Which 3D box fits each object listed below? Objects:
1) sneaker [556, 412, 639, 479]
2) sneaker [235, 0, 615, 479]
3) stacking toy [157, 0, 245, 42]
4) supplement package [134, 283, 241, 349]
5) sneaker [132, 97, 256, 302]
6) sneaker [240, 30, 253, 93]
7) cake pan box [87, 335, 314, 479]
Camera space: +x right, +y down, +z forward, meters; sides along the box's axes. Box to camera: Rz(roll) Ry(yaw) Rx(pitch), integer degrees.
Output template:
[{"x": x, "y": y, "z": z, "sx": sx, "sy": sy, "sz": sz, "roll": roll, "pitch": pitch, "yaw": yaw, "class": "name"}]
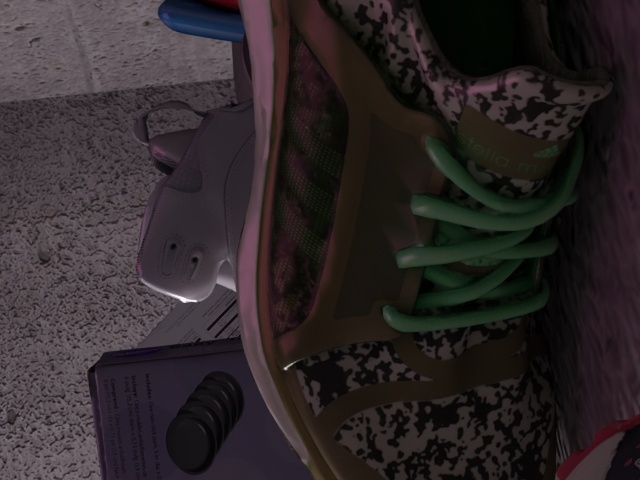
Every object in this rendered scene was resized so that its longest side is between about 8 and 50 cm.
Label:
[{"x": 0.121, "y": 0.166, "z": 0.268, "sx": 0.112, "sy": 0.121, "sz": 0.299, "roll": -48, "pitch": 41, "yaw": 43, "class": "sneaker"}, {"x": 0.052, "y": -0.032, "z": 0.592, "sx": 0.182, "sy": 0.158, "sz": 0.410, "roll": 14, "pitch": 116, "yaw": 66, "class": "sneaker"}, {"x": -0.043, "y": -0.331, "z": 1.218, "sx": 0.175, "sy": 0.165, "sz": 0.302, "roll": -78, "pitch": -4, "yaw": -70, "class": "stacking toy"}, {"x": -0.068, "y": 0.139, "z": 1.391, "sx": 0.203, "sy": 0.149, "sz": 0.194, "roll": 44, "pitch": 177, "yaw": 1, "class": "supplement package"}, {"x": -0.021, "y": 0.057, "z": 0.988, "sx": 0.137, "sy": 0.210, "sz": 0.366, "roll": -172, "pitch": 76, "yaw": -85, "class": "sneaker"}, {"x": -0.003, "y": -0.222, "z": 0.919, "sx": 0.180, "sy": 0.124, "sz": 0.321, "roll": 89, "pitch": 173, "yaw": -52, "class": "sneaker"}, {"x": -0.011, "y": 0.191, "z": 0.881, "sx": 0.070, "sy": 0.245, "sz": 0.267, "roll": -114, "pitch": 17, "yaw": -85, "class": "cake pan box"}]
